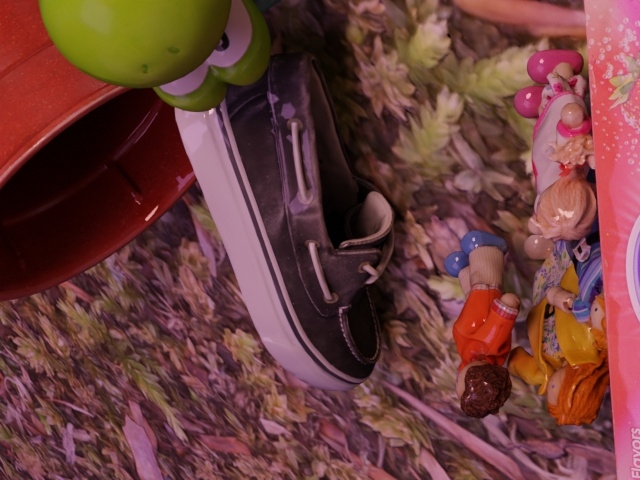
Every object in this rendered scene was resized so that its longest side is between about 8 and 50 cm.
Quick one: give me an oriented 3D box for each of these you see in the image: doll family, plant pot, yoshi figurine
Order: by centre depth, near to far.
[{"bbox_3d":[-0.152,-0.230,0.690,0.203,0.203,0.362,-22,109,48],"label":"yoshi figurine"},{"bbox_3d":[0.161,0.018,0.742,0.118,0.163,0.263,8,137,-6],"label":"doll family"},{"bbox_3d":[-0.253,-0.138,0.981,0.265,0.272,0.272,50,146,14],"label":"plant pot"}]

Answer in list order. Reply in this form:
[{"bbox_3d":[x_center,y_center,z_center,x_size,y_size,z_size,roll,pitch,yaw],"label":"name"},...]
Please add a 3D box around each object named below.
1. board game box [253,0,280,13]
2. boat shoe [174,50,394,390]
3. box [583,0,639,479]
[{"bbox_3d":[-0.085,-0.343,0.741,0.336,0.079,0.254,48,145,2],"label":"board game box"},{"bbox_3d":[0.000,0.000,0.933,0.119,0.121,0.335,-8,134,20],"label":"boat shoe"},{"bbox_3d":[0.226,0.001,0.575,0.154,0.142,0.299,2,105,33],"label":"box"}]
